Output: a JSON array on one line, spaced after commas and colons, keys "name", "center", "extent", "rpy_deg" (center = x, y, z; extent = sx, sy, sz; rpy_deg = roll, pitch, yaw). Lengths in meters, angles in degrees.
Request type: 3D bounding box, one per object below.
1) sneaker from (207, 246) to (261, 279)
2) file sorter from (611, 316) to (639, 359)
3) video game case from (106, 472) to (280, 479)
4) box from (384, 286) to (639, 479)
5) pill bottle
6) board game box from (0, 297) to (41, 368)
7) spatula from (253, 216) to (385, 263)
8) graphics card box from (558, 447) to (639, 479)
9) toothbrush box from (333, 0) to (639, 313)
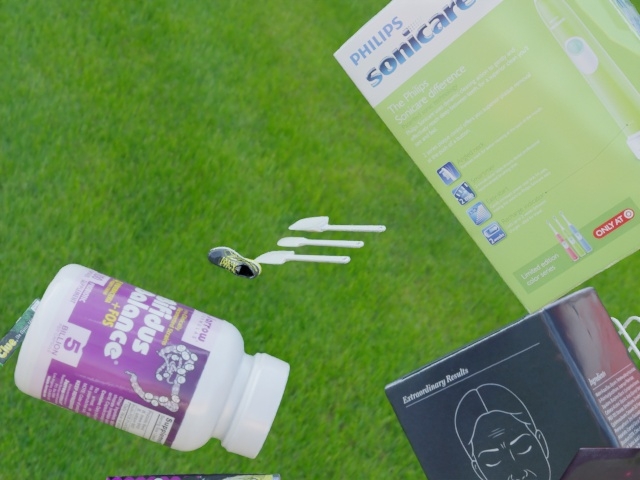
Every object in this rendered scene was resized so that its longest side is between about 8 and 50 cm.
[{"name": "sneaker", "center": [-0.127, 0.033, 1.416], "extent": [0.083, 0.031, 0.035], "rpy_deg": [18, 13, -3]}, {"name": "file sorter", "center": [0.588, 0.264, 1.935], "extent": [0.278, 0.173, 0.192], "rpy_deg": [0, 43, -25]}, {"name": "video game case", "center": [-0.155, 0.383, 1.206], "extent": [0.210, 0.232, 0.041], "rpy_deg": [1, 36, -4]}, {"name": "box", "center": [0.332, 0.313, 1.396], "extent": [0.212, 0.294, 0.395], "rpy_deg": [-11, 73, -55]}, {"name": "pill bottle", "center": [-0.198, 0.155, 1.173], "extent": [0.302, 0.169, 0.169], "rpy_deg": [21, 43, -5]}, {"name": "board game box", "center": [-0.487, 0.198, 1.391], "extent": [0.030, 0.260, 0.136], "rpy_deg": [41, 33, -8]}, {"name": "spatula", "center": [0.000, 0.000, 1.863], "extent": [0.168, 0.242, 0.019], "rpy_deg": [-38, 117, -40]}, {"name": "graphics card box", "center": [0.288, 0.367, 0.983], "extent": [0.371, 0.233, 0.094], "rpy_deg": [-45, 105, -31]}, {"name": "toothbrush box", "center": [0.186, -0.116, 0.817], "extent": [0.283, 0.206, 0.122], "rpy_deg": [52, 27, 0]}]
